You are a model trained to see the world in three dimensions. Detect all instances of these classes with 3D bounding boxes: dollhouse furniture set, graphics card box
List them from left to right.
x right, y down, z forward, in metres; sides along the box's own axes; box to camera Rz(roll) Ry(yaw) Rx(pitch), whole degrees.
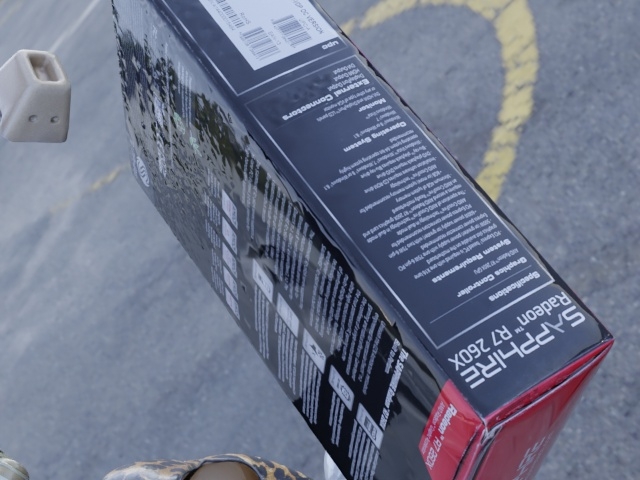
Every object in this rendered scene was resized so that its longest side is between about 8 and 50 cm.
[{"bbox_3d":[-0.148,-0.058,0.369,0.081,0.091,0.114,-57,49,37],"label":"dollhouse furniture set"},{"bbox_3d":[0.000,0.000,0.686,0.094,0.233,0.371,-29,62,-21],"label":"graphics card box"}]

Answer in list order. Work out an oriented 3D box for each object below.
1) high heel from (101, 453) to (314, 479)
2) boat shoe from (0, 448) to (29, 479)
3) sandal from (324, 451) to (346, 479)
[{"bbox_3d":[-0.070,0.207,0.890,0.186,0.261,0.093,-31,66,49],"label":"high heel"},{"bbox_3d":[-0.242,0.178,0.848,0.048,0.056,0.153,-54,8,-12],"label":"boat shoe"},{"bbox_3d":[0.127,0.343,1.044,0.169,0.416,0.102,-19,-7,-19],"label":"sandal"}]
